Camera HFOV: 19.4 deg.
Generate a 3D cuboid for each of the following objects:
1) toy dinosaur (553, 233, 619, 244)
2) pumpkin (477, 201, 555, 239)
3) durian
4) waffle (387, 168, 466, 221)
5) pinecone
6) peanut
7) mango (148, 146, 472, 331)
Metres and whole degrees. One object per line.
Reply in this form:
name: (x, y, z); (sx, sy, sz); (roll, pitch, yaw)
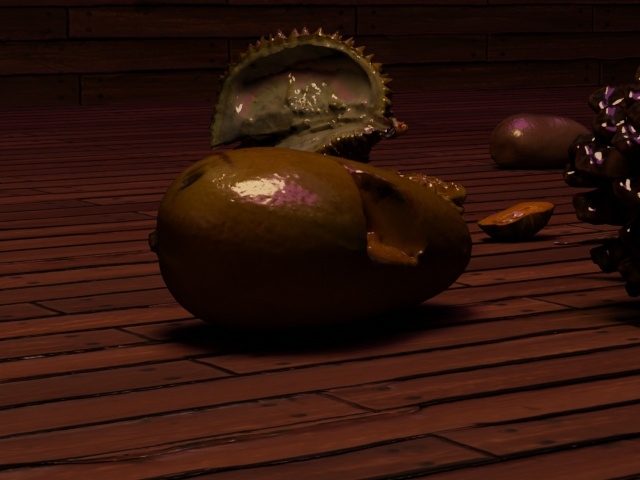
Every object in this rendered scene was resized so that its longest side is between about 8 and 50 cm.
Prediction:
toy dinosaur: (0.295, 0.024, 1.533); (0.220, 0.032, 0.108); (14, 9, 21)
pumpkin: (0.189, -0.015, 1.804); (0.083, 0.028, 0.050); (-13, 15, -26)
durian: (0.009, -0.131, 2.050); (0.237, 0.193, 0.138); (14, 5, 33)
waffle: (0.033, -0.028, 1.738); (0.197, 0.070, 0.193); (8, 12, 41)
pinecone: (0.296, -0.043, 1.399); (0.229, 0.201, 0.202); (11, 19, 27)
peanut: (0.292, -0.130, 2.468); (0.152, 0.076, 0.076); (-5, 9, -18)
mango: (0.000, 0.000, 1.350); (0.167, 0.130, 0.262); (11, 8, 41)
